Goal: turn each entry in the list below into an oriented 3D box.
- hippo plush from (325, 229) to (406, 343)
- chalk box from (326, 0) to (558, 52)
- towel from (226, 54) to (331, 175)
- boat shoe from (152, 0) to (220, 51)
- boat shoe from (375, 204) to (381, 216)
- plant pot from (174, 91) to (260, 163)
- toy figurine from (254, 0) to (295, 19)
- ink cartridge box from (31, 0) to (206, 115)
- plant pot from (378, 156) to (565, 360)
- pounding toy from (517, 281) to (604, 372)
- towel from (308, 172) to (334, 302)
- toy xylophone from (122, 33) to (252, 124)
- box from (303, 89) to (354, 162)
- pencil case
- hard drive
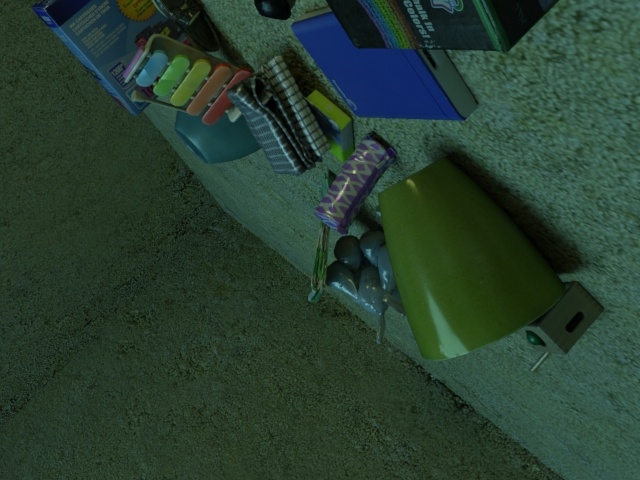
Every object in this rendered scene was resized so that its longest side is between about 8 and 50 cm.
[{"bbox_3d":[0.183,0.102,1.898,0.294,0.234,0.236,46,-163,21],"label":"hippo plush"},{"bbox_3d":[0.121,-0.281,0.550,0.180,0.179,0.289,52,166,-31],"label":"chalk box"},{"bbox_3d":[-0.099,-0.261,1.455,0.235,0.121,0.284,60,174,-15],"label":"towel"},{"bbox_3d":[-0.305,-0.523,1.532,0.073,0.080,0.223,28,167,41],"label":"boat shoe"},{"bbox_3d":[0.194,-0.047,1.514,0.083,0.065,0.183,46,176,-18],"label":"boat shoe"},{"bbox_3d":[-0.301,-0.336,1.904,0.290,0.195,0.290,43,169,10],"label":"plant pot"},{"bbox_3d":[-0.064,-0.409,0.834,0.209,0.148,0.213,45,170,-5],"label":"toy figurine"},{"bbox_3d":[-0.516,-0.554,1.665,0.151,0.270,0.395,28,161,52],"label":"ink cartridge box"},{"bbox_3d":[0.228,0.014,1.162,0.293,0.275,0.275,61,169,-1],"label":"plant pot"},{"bbox_3d":[0.424,0.162,1.210,0.100,0.141,0.130,44,170,-2],"label":"pounding toy"},{"bbox_3d":[0.000,0.000,1.848,0.038,0.325,0.248,5,167,-2],"label":"towel"},{"bbox_3d":[-0.329,-0.380,1.637,0.323,0.236,0.081,9,-127,-31],"label":"toy xylophone"},{"bbox_3d":[0.019,-0.249,1.435,0.109,0.042,0.178,42,169,15],"label":"box"},{"bbox_3d":[0.073,-0.110,1.349,0.088,0.206,0.086,29,175,46],"label":"pencil case"},{"bbox_3d":[0.087,-0.281,1.050,0.210,0.040,0.319,49,169,-25],"label":"hard drive"}]
